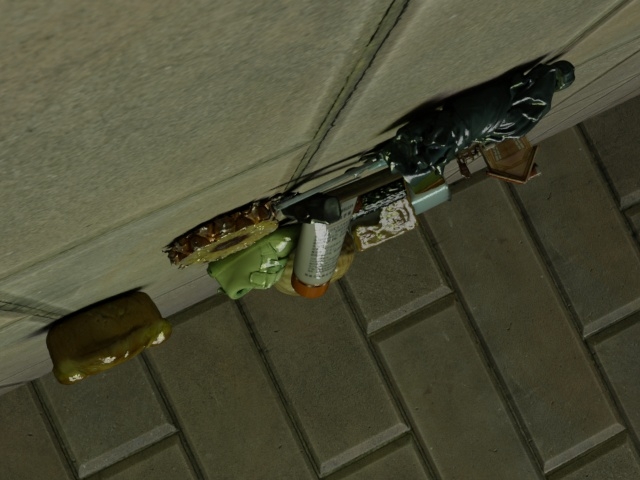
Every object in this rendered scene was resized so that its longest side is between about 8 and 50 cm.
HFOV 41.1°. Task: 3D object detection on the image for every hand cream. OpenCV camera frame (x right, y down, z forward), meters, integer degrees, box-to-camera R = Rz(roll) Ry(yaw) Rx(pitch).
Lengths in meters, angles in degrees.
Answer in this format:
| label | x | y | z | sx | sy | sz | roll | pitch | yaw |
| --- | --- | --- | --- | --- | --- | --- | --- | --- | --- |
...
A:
| label | x | y | z | sx | sy | sz | roll | pitch | yaw |
| --- | --- | --- | --- | --- | --- | --- | --- | --- | --- |
| hand cream | 0.000 | 0.000 | 1.767 | 0.139 | 0.089 | 0.314 | -23 | 151 | -33 |

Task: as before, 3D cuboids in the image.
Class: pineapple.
| label | x | y | z | sx | sy | sz | roll | pitch | yaw |
| --- | --- | --- | --- | --- | --- | --- | --- | --- | --- |
| pineapple | -0.147 | -0.010 | 1.367 | 0.221 | 0.047 | 0.221 | -26 | 176 | -2 |

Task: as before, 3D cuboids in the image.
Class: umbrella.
| label | x | y | z | sx | sy | sz | roll | pitch | yaw |
| --- | --- | --- | --- | --- | --- | --- | --- | --- | --- |
| umbrella | 0.253 | -0.183 | 1.263 | 0.348 | 0.094 | 0.143 | -26 | -178 | -27 |

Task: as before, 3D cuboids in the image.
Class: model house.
| label | x | y | z | sx | sy | sz | roll | pitch | yaw |
| --- | --- | --- | --- | --- | --- | --- | --- | --- | --- |
| model house | 0.431 | -0.191 | 2.078 | 0.207 | 0.154 | 0.294 | -28 | 178 | 10 |

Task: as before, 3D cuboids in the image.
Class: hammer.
| label | x | y | z | sx | sy | sz | roll | pitch | yaw |
| --- | --- | --- | --- | --- | --- | --- | --- | --- | --- |
| hammer | 0.099 | -0.104 | 1.460 | 0.365 | 0.044 | 0.111 | -24 | -159 | -37 |

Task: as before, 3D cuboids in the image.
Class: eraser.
| label | x | y | z | sx | sy | sz | roll | pitch | yaw |
| --- | --- | --- | --- | --- | --- | --- | --- | --- | --- |
| eraser | 0.203 | -0.096 | 2.299 | 0.289 | 0.104 | 0.189 | -25 | 175 | 1 |

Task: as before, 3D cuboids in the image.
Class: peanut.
| label | x | y | z | sx | sy | sz | roll | pitch | yaw |
| --- | --- | --- | --- | --- | --- | --- | --- | --- | --- |
| peanut | -0.016 | 0.041 | 2.127 | 0.174 | 0.159 | 0.340 | 10 | -167 | 32 |

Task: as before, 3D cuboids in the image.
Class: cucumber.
| label | x | y | z | sx | sy | sz | roll | pitch | yaw |
| --- | --- | --- | --- | --- | --- | --- | --- | --- | --- |
| cucumber | 0.060 | -0.070 | 1.947 | 0.293 | 0.068 | 0.067 | -24 | 177 | 0 |

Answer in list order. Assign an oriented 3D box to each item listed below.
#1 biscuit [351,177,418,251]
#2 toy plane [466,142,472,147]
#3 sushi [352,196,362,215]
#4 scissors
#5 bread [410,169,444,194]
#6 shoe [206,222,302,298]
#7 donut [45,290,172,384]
| label | x | y | z | sx | sy | sz | roll | pitch | yaw |
| --- | --- | --- | --- | --- | --- | --- | --- | --- | --- |
| biscuit | 0.153 | -0.062 | 2.178 | 0.183 | 0.039 | 0.174 | -26 | 133 | 2 |
| toy plane | 0.286 | -0.201 | 1.828 | 0.083 | 0.031 | 0.078 | -25 | 177 | -1 |
| sushi | 0.046 | -0.066 | 1.882 | 0.117 | 0.062 | 0.060 | -17 | 148 | -14 |
| scissors | 0.071 | -0.122 | 1.353 | 0.360 | 0.030 | 0.191 | -25 | -179 | -27 |
| bread | 0.253 | -0.160 | 1.882 | 0.084 | 0.074 | 0.139 | -24 | 175 | -21 |
| shoe | -0.128 | 0.039 | 1.902 | 0.262 | 0.128 | 0.140 | -24 | -168 | 20 |
| donut | -0.445 | 0.200 | 1.759 | 0.208 | 0.128 | 0.261 | -26 | 178 | 26 |
